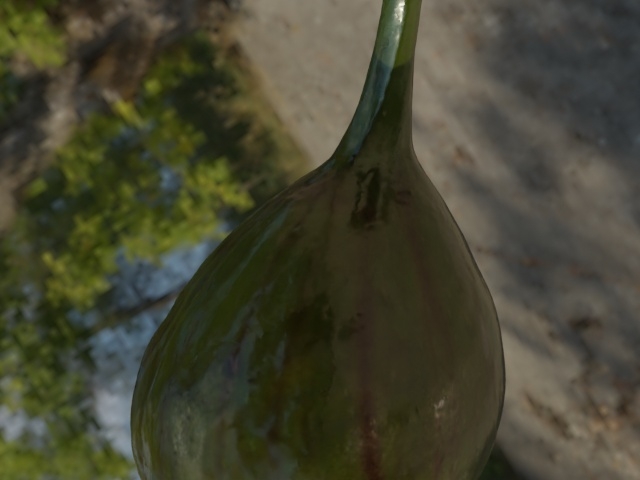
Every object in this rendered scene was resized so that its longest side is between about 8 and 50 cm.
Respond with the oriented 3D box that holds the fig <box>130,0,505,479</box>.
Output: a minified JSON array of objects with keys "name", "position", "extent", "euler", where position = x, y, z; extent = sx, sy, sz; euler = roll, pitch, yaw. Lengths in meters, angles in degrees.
[{"name":"fig","position":[0.000,0.000,0.721],"extent":[0.151,0.151,0.259],"euler":[-83,-5,-81]}]
